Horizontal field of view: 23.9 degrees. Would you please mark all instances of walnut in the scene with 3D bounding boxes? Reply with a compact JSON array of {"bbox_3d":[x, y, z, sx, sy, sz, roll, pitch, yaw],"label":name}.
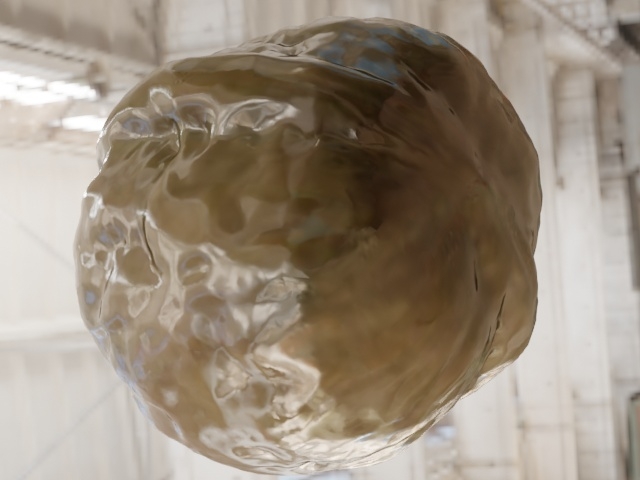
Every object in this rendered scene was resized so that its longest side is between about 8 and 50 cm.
[{"bbox_3d":[0.001,0.002,0.781,0.248,0.248,0.248,-5,-90,-71],"label":"walnut"}]
